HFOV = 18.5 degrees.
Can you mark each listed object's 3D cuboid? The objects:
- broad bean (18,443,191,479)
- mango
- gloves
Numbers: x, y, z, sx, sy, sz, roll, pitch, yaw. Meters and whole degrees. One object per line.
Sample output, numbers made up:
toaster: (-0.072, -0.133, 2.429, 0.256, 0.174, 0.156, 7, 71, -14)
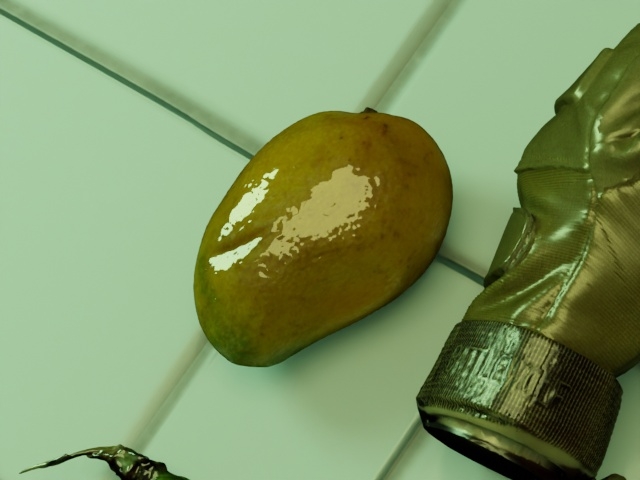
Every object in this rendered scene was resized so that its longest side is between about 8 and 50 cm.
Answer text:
broad bean: (-0.068, 0.244, 1.015, 0.098, 0.056, 0.318, -24, 60, 6)
mango: (-0.002, -0.007, 1.095, 0.165, 0.089, 0.115, -30, 75, -1)
gloves: (0.172, -0.022, 1.037, 0.141, 0.154, 0.331, 32, 83, 19)
